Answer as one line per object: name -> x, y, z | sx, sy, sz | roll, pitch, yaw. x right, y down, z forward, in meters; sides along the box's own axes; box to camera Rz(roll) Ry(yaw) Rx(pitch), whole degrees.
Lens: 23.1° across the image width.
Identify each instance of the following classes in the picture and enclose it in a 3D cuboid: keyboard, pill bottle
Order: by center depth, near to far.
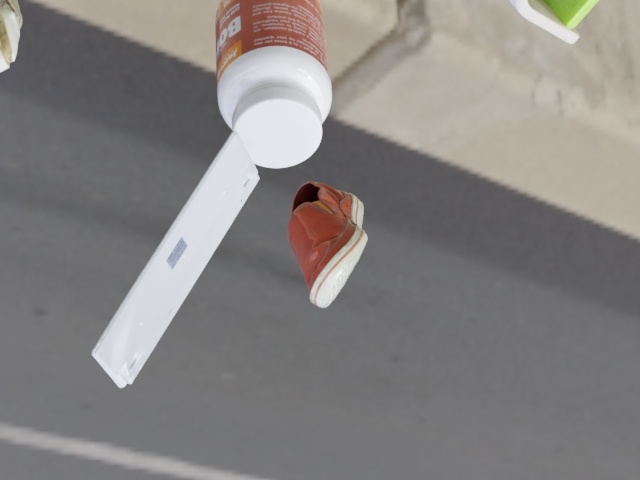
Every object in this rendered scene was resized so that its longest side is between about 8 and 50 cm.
keyboard -> -0.132, 0.016, 1.456 | 0.014, 0.256, 0.072 | 16, 154, 32
pill bottle -> -0.050, -0.180, 1.657 | 0.121, 0.216, 0.121 | -3, 132, -3

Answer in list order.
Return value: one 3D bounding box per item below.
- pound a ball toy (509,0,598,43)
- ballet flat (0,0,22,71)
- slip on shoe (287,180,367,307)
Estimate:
pound a ball toy -> 0.172, -0.352, 1.329 | 0.136, 0.319, 0.208 | 21, 119, -46
ballet flat -> -0.369, -0.229, 1.648 | 0.123, 0.123, 0.348 | -1, 176, -4
slip on shoe -> 0.000, 0.000, 2.186 | 0.101, 0.331, 0.123 | 28, 109, -10
